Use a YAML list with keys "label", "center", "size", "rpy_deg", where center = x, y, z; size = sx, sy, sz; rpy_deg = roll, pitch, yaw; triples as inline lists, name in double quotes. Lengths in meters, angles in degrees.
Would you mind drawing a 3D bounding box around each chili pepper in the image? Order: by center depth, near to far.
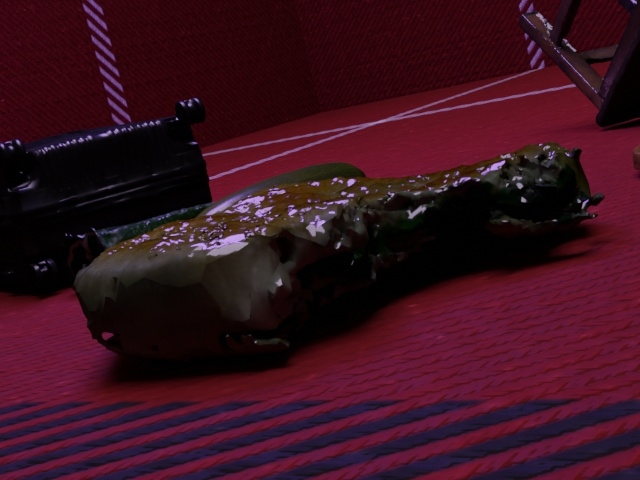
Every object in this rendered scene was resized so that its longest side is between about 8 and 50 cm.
- label: "chili pepper"
  center: [-0.134, -0.007, 1.062]
  size: [0.227, 0.059, 0.088]
  rpy_deg: [-18, 5, -40]

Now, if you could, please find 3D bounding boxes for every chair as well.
- label: "chair"
  center: [0.439, -0.230, 1.283]
  size: [0.203, 0.416, 0.240]
  rpy_deg: [-15, -35, -19]

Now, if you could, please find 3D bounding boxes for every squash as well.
- label: "squash"
  center: [-0.038, -0.025, 1.002]
  size: [0.066, 0.066, 0.252]
  rpy_deg: [-4, 14, 45]

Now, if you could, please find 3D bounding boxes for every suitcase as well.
- label: "suitcase"
  center: [-0.282, -0.048, 1.215]
  size: [0.230, 0.152, 0.335]
  rpy_deg: [-18, 10, -32]

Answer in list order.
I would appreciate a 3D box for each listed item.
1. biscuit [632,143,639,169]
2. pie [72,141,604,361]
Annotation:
- label: "biscuit"
  center: [0.333, -0.082, 0.945]
  size: [0.118, 0.023, 0.140]
  rpy_deg: [-5, 11, 41]
- label: "pie"
  center: [0.000, 0.000, 0.762]
  size: [0.371, 0.078, 0.296]
  rpy_deg: [-17, 10, -29]
